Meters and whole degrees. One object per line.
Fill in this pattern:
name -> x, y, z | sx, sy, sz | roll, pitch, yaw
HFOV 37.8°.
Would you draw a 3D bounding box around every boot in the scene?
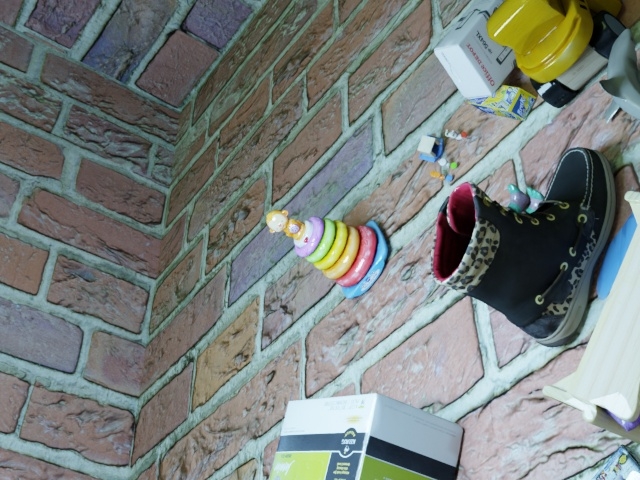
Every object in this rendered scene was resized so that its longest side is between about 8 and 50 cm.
boot -> 0.356, -0.031, 1.638 | 0.138, 0.284, 0.377 | -4, 65, 62

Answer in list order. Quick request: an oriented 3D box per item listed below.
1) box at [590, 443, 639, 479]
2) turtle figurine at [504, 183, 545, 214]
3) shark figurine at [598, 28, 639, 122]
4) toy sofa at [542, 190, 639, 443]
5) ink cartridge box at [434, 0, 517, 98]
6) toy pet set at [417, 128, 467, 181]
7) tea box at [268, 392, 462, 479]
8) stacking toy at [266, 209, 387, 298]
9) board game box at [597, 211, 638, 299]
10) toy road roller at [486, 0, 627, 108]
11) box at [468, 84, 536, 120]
box -> 0.441, 0.388, 1.405 | 0.137, 0.027, 0.094 | -57, 28, 16
turtle figurine -> 0.343, 0.000, 1.835 | 0.234, 0.118, 0.175 | -52, 40, -7
shark figurine -> 0.557, -0.262, 1.657 | 0.166, 0.116, 0.278 | -63, 31, 23
toy sofa -> 0.501, 0.118, 1.394 | 0.177, 0.150, 0.362 | 17, 83, 59
ink cartridge box -> 0.366, -0.433, 2.059 | 0.203, 0.148, 0.086 | -51, 27, -21
toy pet set -> 0.287, -0.201, 2.206 | 0.114, 0.065, 0.122 | 19, 87, 29
tea box -> 0.065, 0.485, 1.806 | 0.329, 0.220, 0.323 | -19, 50, 57
stacking toy -> 0.000, 0.000, 2.262 | 0.175, 0.302, 0.165 | -53, 28, 22
board game box -> 0.513, 0.028, 1.559 | 0.168, 0.033, 0.133 | 109, -178, -47
toy road roller -> 0.456, -0.454, 1.876 | 0.202, 0.241, 0.329 | -43, 33, 37
box -> 0.400, -0.309, 2.069 | 0.059, 0.054, 0.169 | -63, 25, 3
